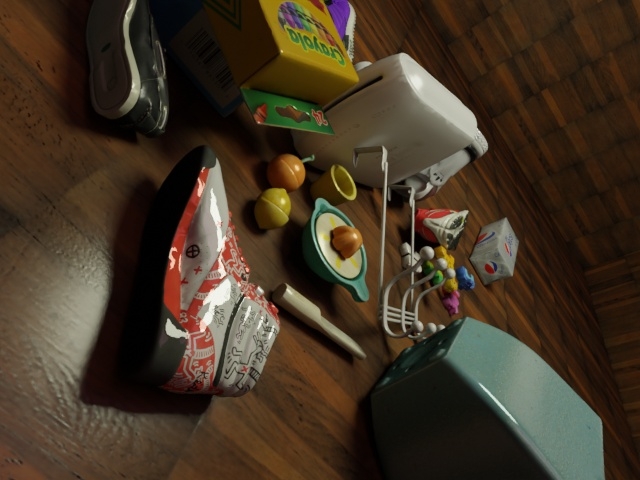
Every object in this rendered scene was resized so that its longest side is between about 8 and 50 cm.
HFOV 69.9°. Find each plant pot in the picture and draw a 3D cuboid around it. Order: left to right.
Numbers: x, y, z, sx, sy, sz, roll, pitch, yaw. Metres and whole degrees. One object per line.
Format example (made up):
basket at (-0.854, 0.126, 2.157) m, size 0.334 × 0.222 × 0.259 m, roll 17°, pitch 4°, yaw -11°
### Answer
plant pot at (0.219, 0.267, 0.676) m, size 0.252 × 0.247 × 0.248 m, roll 53°, pitch 32°, yaw 6°

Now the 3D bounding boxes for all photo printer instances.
photo printer at (0.116, -0.206, 0.843) m, size 0.307 × 0.256 × 0.107 m, roll 9°, pitch 62°, yaw -52°

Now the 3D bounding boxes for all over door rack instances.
over door rack at (0.161, 0.009, 0.812) m, size 0.239 × 0.108 × 0.324 m, roll 28°, pitch 52°, yaw -63°

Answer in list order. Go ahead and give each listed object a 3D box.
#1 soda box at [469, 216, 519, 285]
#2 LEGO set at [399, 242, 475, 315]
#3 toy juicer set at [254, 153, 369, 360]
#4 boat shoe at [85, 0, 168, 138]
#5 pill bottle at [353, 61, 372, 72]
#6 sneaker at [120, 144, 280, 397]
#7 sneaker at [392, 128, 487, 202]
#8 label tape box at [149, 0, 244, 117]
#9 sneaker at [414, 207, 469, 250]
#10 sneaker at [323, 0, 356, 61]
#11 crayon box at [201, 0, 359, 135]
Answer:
soda box at (0.543, 0.027, 1.419) m, size 0.098 × 0.091 × 0.286 m, roll 60°, pitch 33°, yaw -7°
LEGO set at (0.272, 0.090, 1.003) m, size 0.227 × 0.087 × 0.093 m, roll 39°, pitch 39°, yaw -30°
toy juicer set at (0.000, 0.000, 0.687) m, size 0.209 × 0.089 × 0.329 m, roll 23°, pitch 50°, yaw -45°
boat shoe at (-0.229, -0.233, 0.556) m, size 0.079 × 0.084 × 0.233 m, roll 24°, pitch 49°, yaw -58°
pill bottle at (0.117, -0.337, 1.089) m, size 0.094 × 0.094 × 0.169 m, roll 16°, pitch 55°, yaw -49°
sneaker at (-0.115, 0.034, 0.505) m, size 0.145 × 0.090 × 0.270 m, roll 32°, pitch 47°, yaw -40°
sneaker at (0.221, -0.225, 1.114) m, size 0.137 × 0.210 × 0.366 m, roll 41°, pitch 8°, yaw -31°
label tape box at (-0.145, -0.391, 0.750) m, size 0.249 × 0.115 × 0.348 m, roll 48°, pitch 37°, yaw -21°
sneaker at (0.285, -0.042, 1.107) m, size 0.279 × 0.118 × 0.107 m, roll 7°, pitch 104°, yaw -69°
sneaker at (0.002, -0.509, 1.039) m, size 0.146 × 0.102 × 0.293 m, roll 36°, pitch 40°, yaw -42°
crayon box at (-0.062, -0.307, 0.629) m, size 0.202 × 0.081 × 0.319 m, roll -15°, pitch 80°, yaw -58°
